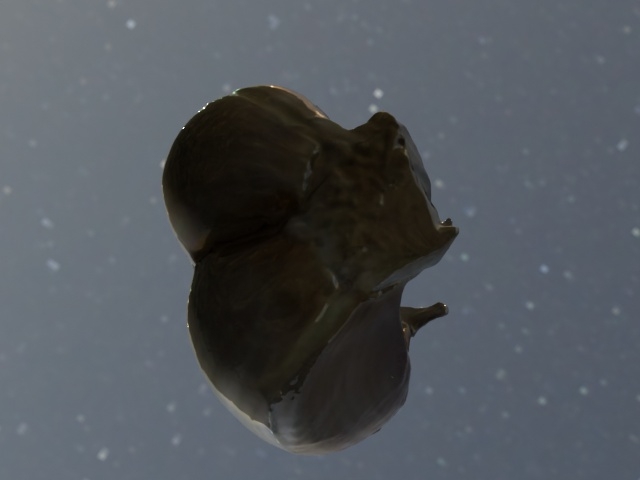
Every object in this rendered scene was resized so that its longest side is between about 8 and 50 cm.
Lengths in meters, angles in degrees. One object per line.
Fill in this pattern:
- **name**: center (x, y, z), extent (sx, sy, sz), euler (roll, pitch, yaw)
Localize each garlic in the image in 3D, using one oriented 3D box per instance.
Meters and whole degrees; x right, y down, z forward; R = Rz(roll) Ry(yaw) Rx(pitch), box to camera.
- **garlic**: center (-0.009, 0.008, 0.796), extent (0.124, 0.099, 0.174), euler (-20, -118, -9)
